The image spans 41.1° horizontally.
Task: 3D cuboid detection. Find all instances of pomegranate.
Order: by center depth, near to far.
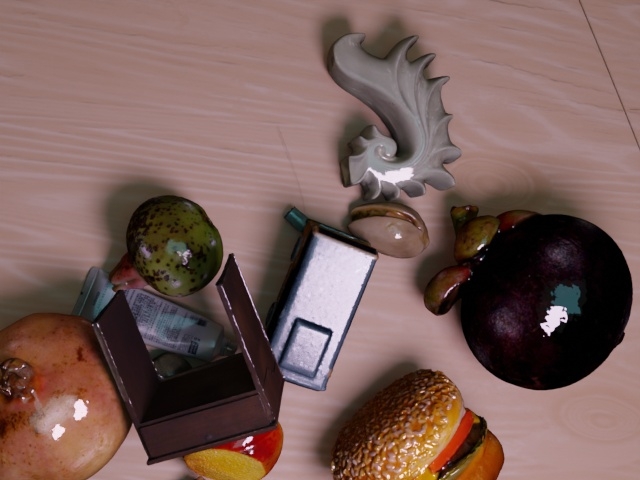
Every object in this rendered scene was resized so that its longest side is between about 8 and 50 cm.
[{"bbox_3d":[-0.504,0.293,1.558,0.338,0.338,0.338,1,85,-14],"label":"pomegranate"},{"bbox_3d":[-0.319,0.028,1.704,0.248,0.214,0.214,-31,93,12],"label":"pomegranate"}]

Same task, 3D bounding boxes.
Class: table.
[{"bbox_3d":[-0.231,0.210,1.549,0.251,0.196,0.281,-17,105,8],"label":"table"}]

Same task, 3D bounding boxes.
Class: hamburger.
[{"bbox_3d":[0.188,0.429,1.721,0.330,0.330,0.250,-38,93,-14],"label":"hamburger"}]

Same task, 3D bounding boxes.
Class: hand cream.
[{"bbox_3d":[-0.333,0.170,1.754,0.341,0.078,0.124,21,80,-3],"label":"hand cream"}]

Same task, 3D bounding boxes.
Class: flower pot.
[{"bbox_3d":[0.160,-0.272,1.860,0.254,0.164,0.367,-7,88,-9],"label":"flower pot"}]

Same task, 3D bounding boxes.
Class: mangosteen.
[{"bbox_3d":[0.431,0.102,1.793,0.435,0.382,0.382,34,78,-1],"label":"mangosteen"}]

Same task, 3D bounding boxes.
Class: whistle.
[{"bbox_3d":[0.000,0.000,1.857,0.186,0.039,0.039,42,77,-7],"label":"whistle"}]

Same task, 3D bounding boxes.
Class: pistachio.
[{"bbox_3d":[0.151,-0.023,1.863,0.185,0.124,0.124,16,81,5],"label":"pistachio"}]

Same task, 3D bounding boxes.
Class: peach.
[{"bbox_3d":[-0.176,0.403,1.701,0.192,0.190,0.190,-38,95,-30],"label":"peach"}]

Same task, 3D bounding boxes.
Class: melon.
[{"bbox_3d":[-0.298,0.289,1.725,0.098,0.098,0.130,-26,93,-15],"label":"melon"}]

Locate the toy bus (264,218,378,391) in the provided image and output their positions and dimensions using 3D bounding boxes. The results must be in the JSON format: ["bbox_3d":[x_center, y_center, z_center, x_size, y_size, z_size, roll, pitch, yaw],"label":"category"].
[{"bbox_3d":[-0.012,0.134,1.746,0.162,0.194,0.323,22,92,-9],"label":"toy bus"}]

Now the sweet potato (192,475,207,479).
[{"bbox_3d":[-0.227,0.616,1.720,0.097,0.097,0.291,-15,95,-15],"label":"sweet potato"}]
